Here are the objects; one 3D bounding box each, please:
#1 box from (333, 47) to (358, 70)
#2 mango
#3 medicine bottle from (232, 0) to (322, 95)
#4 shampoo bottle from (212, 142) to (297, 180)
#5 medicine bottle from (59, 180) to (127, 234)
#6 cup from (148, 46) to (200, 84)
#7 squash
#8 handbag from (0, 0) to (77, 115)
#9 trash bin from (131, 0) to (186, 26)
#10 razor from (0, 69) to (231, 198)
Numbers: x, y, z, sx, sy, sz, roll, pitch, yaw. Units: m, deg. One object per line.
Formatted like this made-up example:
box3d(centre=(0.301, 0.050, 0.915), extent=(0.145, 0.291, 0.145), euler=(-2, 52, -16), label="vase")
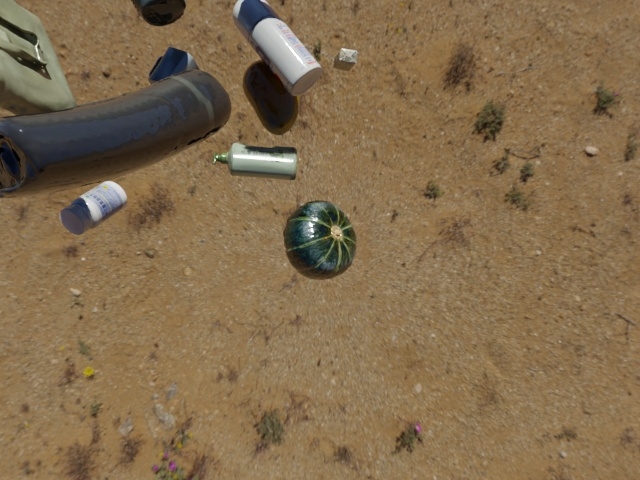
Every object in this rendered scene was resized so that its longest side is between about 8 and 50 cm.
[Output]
box3d(centre=(0.082, -0.592, 1.520), extent=(0.062, 0.098, 0.045), euler=(7, 94, -14), label="box")
box3d(centre=(-0.161, -0.505, 1.616), extent=(0.175, 0.139, 0.255), euler=(-30, 110, 3), label="mango")
box3d(centre=(-0.147, -0.629, 1.467), extent=(0.130, 0.130, 0.341), euler=(-38, 85, -2), label="medicine bottle")
box3d(centre=(-0.186, -0.225, 1.309), extent=(0.234, 0.118, 0.087), euler=(3, 128, -8), label="shampoo bottle")
box3d(centre=(-0.697, -0.101, 1.429), extent=(0.102, 0.187, 0.103), euler=(12, 125, 17), label="medicine bottle")
box3d(centre=(-0.446, -0.498, 1.375), extent=(0.128, 0.095, 0.130), euler=(23, 74, 16), label="cup")
box3d(centre=(0.000, 0.000, 1.458), extent=(0.252, 0.165, 0.252), euler=(16, 65, -38), label="squash")
box3d(centre=(-0.608, -0.363, 0.907), extent=(0.109, 0.253, 0.316), euler=(-24, 83, 5), label="handbag")
box3d(centre=(-0.444, -0.669, 1.231), extent=(0.175, 0.175, 0.161), euler=(-24, 85, -1), label="trash bin")
box3d(centre=(-0.300, -0.151, 0.671), extent=(0.204, 0.349, 0.114), euler=(-4, 114, 39), label="razor")
